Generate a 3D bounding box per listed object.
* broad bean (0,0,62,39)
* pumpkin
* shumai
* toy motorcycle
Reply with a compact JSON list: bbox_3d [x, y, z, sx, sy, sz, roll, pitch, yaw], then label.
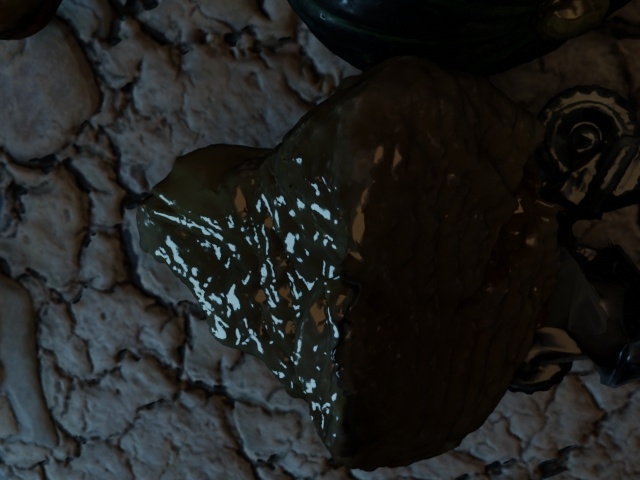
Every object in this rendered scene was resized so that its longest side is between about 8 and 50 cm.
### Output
[{"bbox_3d":[-0.273,-0.284,0.824,0.156,0.122,0.228,8,100,36],"label":"broad bean"},{"bbox_3d":[0.115,-0.231,0.662,0.315,0.315,0.238,-26,71,16],"label":"pumpkin"},{"bbox_3d":[0.015,0.004,0.756,0.283,0.217,0.346,32,144,45],"label":"shumai"},{"bbox_3d":[0.228,0.015,0.797,0.159,0.106,0.270,16,110,10],"label":"toy motorcycle"}]
